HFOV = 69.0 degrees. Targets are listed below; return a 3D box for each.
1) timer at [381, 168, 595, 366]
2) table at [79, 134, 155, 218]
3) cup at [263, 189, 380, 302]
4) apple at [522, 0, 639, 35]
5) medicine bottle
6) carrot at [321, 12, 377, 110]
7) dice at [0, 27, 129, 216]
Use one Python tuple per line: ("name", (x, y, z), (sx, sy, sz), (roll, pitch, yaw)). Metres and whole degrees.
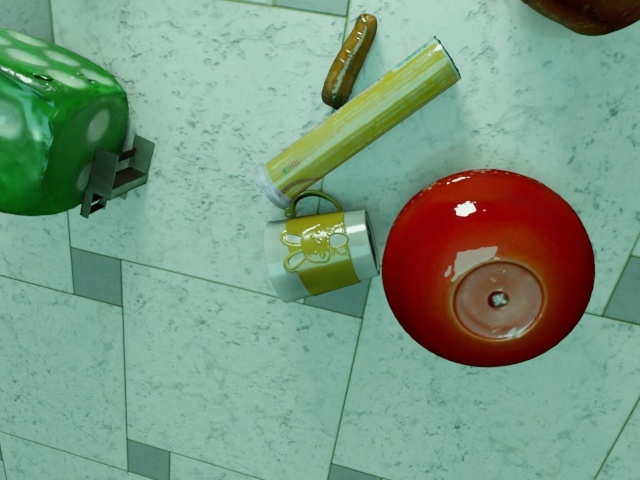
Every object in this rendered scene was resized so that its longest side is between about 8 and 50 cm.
("timer", (0.306, 0.055, 0.884), (0.378, 0.279, 0.377), (4, 111, 9))
("table", (-0.456, -0.138, 1.052), (0.063, 0.146, 0.175), (26, 116, 2))
("cup", (0.000, 0.000, 1.004), (0.226, 0.185, 0.241), (-11, 78, 12))
("apple", (0.386, -0.430, 0.676), (0.272, 0.251, 0.206), (39, 125, 10))
("medicine bottle", (0.063, -0.218, 0.906), (0.426, 0.108, 0.108), (-33, 101, 20))
("carrot", (0.055, -0.344, 0.898), (0.060, 0.060, 0.186), (27, 111, 1))
("dice", (-0.601, -0.245, 0.966), (0.297, 0.287, 0.300), (27, 116, 2))
